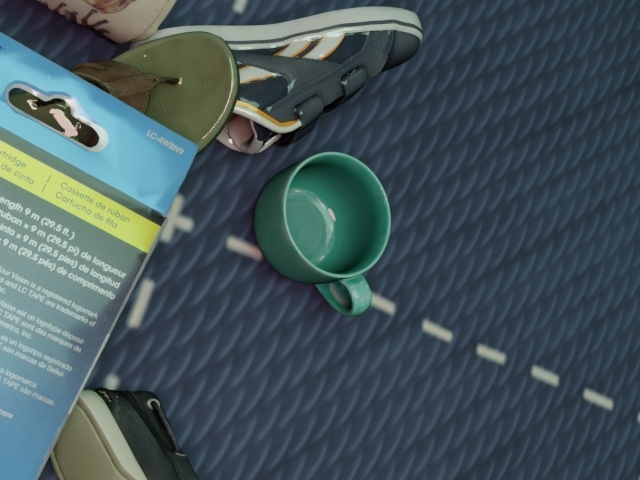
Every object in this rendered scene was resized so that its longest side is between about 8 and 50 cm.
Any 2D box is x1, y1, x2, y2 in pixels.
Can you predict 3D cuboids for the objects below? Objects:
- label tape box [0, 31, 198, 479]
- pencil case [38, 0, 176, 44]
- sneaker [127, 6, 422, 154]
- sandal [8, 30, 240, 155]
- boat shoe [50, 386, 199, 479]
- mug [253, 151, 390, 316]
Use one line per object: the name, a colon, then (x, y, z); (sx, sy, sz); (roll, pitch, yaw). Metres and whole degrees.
label tape box: (-0.294, 0.016, 0.902); (0.249, 0.115, 0.348); (29, 77, -21)
pencil case: (-0.308, -0.343, 0.969); (0.410, 0.160, 0.184); (28, 42, -23)
sneaker: (-0.033, -0.160, 1.113); (0.321, 0.126, 0.128); (-11, 81, -20)
sandal: (-0.213, -0.105, 0.968); (0.302, 0.086, 0.120); (-21, 87, -10)
boat shoe: (-0.125, 0.276, 0.948); (0.113, 0.127, 0.340); (-7, 53, -49)
mug: (-0.007, -0.006, 1.112); (0.129, 0.097, 0.158); (17, 73, -27)
